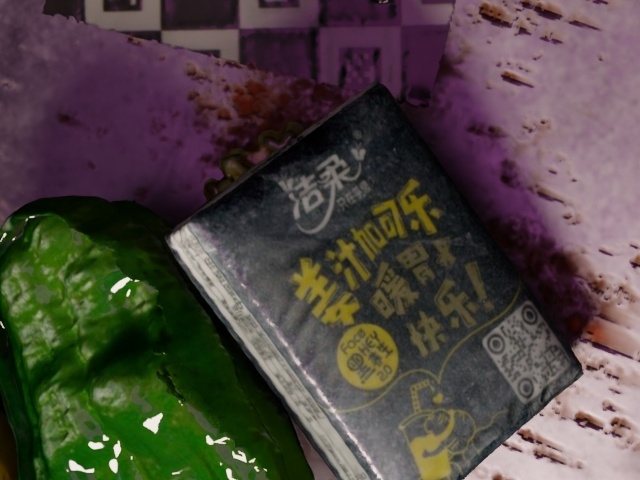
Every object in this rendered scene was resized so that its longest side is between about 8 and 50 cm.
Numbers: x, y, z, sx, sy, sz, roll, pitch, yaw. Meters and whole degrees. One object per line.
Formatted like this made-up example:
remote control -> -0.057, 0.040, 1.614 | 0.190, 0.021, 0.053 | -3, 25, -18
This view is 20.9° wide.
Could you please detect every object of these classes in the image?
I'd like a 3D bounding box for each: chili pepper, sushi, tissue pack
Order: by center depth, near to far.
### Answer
tissue pack -> 0.041, 0.044, 1.200 | 0.185, 0.081, 0.257 | -37, 94, -26
chili pepper -> -0.114, 0.142, 1.249 | 0.213, 0.167, 0.385 | -40, 67, 31
sushi -> -0.036, -0.291, 1.265 | 0.320, 0.069, 0.339 | 17, 98, 13

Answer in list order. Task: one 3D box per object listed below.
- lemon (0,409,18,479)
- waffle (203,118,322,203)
lemon -> -0.334, 0.220, 1.295 | 0.267, 0.267, 0.267 | 1, 94, 15
waffle -> 0.000, 0.000, 1.293 | 0.169, 0.036, 0.183 | -13, 91, 10
